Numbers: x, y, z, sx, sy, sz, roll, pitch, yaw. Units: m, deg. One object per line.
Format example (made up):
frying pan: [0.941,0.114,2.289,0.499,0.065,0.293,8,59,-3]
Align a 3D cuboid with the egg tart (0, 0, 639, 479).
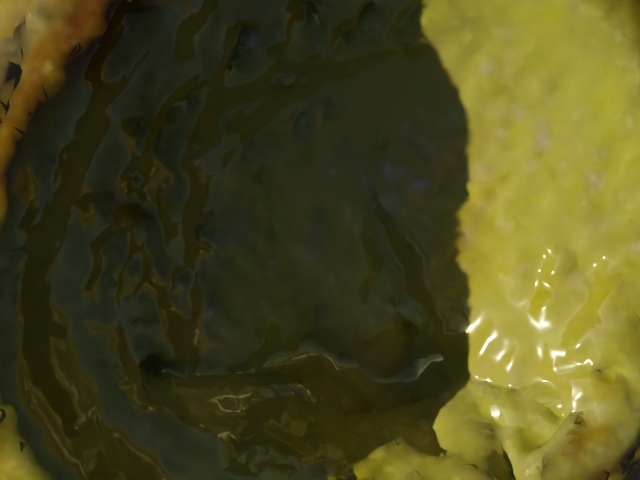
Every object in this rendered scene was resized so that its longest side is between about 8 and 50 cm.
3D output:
egg tart: [0.000,0.000,0.505,0.315,0.120,0.315,-4,103,-18]
